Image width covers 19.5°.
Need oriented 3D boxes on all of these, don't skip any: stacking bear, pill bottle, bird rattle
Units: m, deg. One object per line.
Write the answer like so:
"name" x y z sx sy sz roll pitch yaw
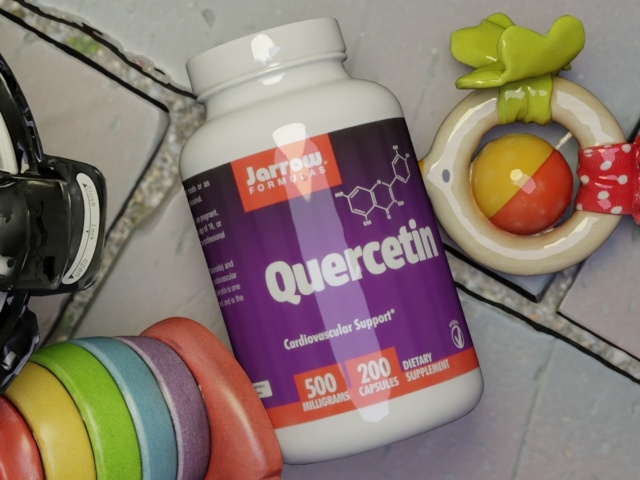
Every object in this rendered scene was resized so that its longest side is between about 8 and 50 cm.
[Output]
"stacking bear" -0.204 0.163 1.366 0.289 0.175 0.164 -14 78 -38
"pill bottle" 0.000 0.000 1.440 0.181 0.181 0.323 -17 89 -4
"bird rattle" 0.189 -0.065 1.508 0.253 0.143 0.207 42 98 -14

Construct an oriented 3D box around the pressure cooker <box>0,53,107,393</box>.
"pressure cooker" -0.368 -0.031 1.270 0.370 0.420 0.375 -39 106 -6
